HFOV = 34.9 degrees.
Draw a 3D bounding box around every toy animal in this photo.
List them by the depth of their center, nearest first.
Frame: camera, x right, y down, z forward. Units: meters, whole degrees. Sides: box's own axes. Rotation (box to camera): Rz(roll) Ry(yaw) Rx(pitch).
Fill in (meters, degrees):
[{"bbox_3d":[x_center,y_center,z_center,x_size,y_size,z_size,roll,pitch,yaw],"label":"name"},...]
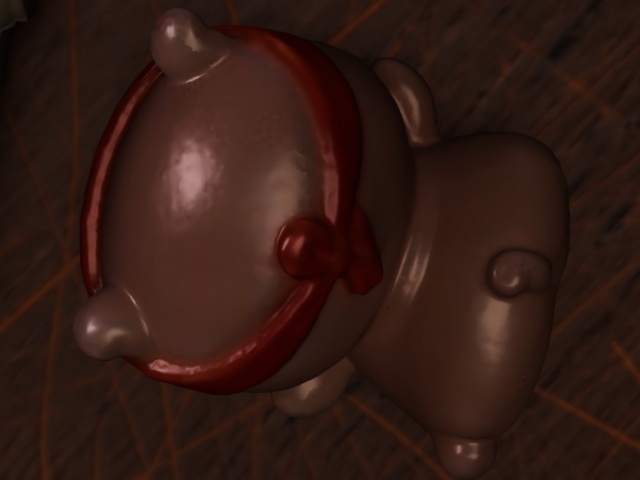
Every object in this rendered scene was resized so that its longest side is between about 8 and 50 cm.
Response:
[{"bbox_3d":[0.000,0.000,0.429,0.198,0.171,0.171,19,97,-14],"label":"toy animal"}]

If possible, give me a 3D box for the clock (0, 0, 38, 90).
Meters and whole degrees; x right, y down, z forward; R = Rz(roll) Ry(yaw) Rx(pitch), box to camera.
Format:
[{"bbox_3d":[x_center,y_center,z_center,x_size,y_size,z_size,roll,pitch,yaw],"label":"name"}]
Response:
[{"bbox_3d":[-0.254,-0.109,0.398,0.265,0.108,0.324,22,88,-7],"label":"clock"}]
